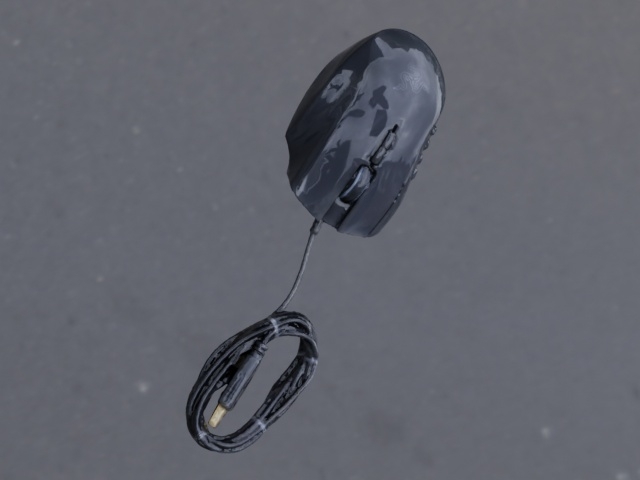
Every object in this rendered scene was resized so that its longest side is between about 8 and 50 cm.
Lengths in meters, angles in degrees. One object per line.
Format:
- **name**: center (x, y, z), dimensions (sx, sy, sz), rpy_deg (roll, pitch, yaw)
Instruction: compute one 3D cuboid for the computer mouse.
- **computer mouse**: center (0.000, 0.000, 0.893), dimensions (0.071, 0.041, 0.242), rpy_deg (27, 82, -25)
